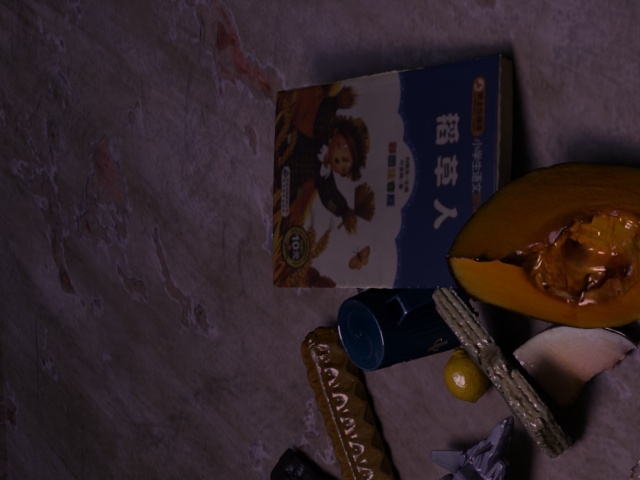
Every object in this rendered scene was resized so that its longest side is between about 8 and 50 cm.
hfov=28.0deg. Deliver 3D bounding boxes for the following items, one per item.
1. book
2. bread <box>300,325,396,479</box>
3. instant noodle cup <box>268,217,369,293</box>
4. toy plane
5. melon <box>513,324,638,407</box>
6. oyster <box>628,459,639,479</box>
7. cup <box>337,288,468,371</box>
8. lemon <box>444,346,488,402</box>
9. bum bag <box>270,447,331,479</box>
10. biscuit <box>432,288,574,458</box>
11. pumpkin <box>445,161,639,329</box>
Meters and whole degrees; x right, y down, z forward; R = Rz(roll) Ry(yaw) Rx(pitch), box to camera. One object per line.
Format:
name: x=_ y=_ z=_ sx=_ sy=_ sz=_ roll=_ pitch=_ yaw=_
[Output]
book: x=0.087 y=-0.082 z=1.769 sx=0.428 sy=0.039 sz=0.300 roll=-3 pitch=84 yaw=46
bread: x=0.055 y=0.314 z=2.087 sx=0.084 sy=0.077 sz=0.368 roll=-28 pitch=81 yaw=60
instant noodle cup: x=0.000 y=0.000 z=1.985 sx=0.208 sy=0.125 sz=0.177 roll=62 pitch=145 yaw=18
toy plane: x=0.221 y=0.326 z=1.775 sx=0.212 sy=0.088 sz=0.267 roll=51 pitch=156 yaw=30
melon: x=0.328 y=0.137 z=1.628 sx=0.098 sy=0.054 sz=0.182 roll=56 pitch=144 yaw=16
oyster: x=0.429 y=0.366 z=1.569 sx=0.133 sy=0.071 sz=0.209 roll=120 pitch=145 yaw=-56
cup: x=0.123 y=0.104 z=1.820 sx=0.131 sy=0.155 sz=0.176 roll=60 pitch=146 yaw=19
lemon: x=0.207 y=0.191 z=1.820 sx=0.062 sy=0.062 sz=0.083 roll=-14 pitch=91 yaw=57
bum bag: x=0.009 y=0.478 z=2.223 sx=0.310 sy=0.074 sz=0.137 roll=26 pitch=107 yaw=48
biscuit: x=0.240 y=0.172 z=1.704 sx=0.250 sy=0.046 sz=0.147 roll=55 pitch=-177 yaw=30
pumpkin: x=0.324 y=0.008 z=1.528 sx=0.312 sy=0.148 sz=0.169 roll=1 pitch=150 yaw=36
